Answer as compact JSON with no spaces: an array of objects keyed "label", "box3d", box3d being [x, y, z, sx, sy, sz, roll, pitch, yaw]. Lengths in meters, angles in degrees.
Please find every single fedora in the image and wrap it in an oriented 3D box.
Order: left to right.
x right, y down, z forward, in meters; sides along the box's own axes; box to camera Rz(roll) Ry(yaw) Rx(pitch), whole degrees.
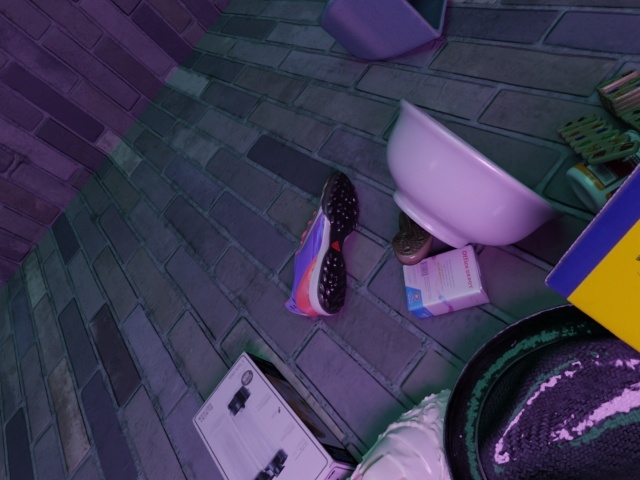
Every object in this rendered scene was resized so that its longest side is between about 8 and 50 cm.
[{"label":"fedora","box3d":[0.278,0.193,0.466,0.334,0.152,0.334,-13,59,23]}]

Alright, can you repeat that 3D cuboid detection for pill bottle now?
[{"label":"pill bottle","box3d":[0.448,-0.110,0.660,0.152,0.086,0.086,-35,46,15]}]

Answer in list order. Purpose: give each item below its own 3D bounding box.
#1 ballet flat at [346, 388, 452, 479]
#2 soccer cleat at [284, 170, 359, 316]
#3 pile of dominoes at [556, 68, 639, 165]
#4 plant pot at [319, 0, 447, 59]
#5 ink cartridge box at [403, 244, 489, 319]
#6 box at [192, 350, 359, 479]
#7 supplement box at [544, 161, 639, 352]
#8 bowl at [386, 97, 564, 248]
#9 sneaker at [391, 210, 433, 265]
[{"label":"ballet flat","box3d":[0.072,0.370,0.610,0.409,0.147,0.147,-51,44,-2]},{"label":"soccer cleat","box3d":[0.000,0.000,0.936,0.116,0.109,0.318,-12,58,38]},{"label":"pile of dominoes","box3d":[0.452,-0.193,0.653,0.196,0.040,0.251,-26,16,25]},{"label":"plant pot","box3d":[0.138,-0.605,1.137,0.252,0.248,0.247,-15,52,51]},{"label":"ink cartridge box","box3d":[0.206,0.070,0.757,0.122,0.052,0.088,-21,51,28]},{"label":"box","box3d":[-0.087,0.347,0.784,0.169,0.087,0.290,-54,43,-4]},{"label":"supplement box","box3d":[0.413,0.047,0.352,0.356,0.194,0.195,41,131,25]},{"label":"bowl","box3d":[0.207,-0.082,0.713,0.134,0.298,0.298,-54,41,21]},{"label":"sneaker","box3d":[0.164,0.006,0.771,0.066,0.071,0.188,-12,22,20]}]
